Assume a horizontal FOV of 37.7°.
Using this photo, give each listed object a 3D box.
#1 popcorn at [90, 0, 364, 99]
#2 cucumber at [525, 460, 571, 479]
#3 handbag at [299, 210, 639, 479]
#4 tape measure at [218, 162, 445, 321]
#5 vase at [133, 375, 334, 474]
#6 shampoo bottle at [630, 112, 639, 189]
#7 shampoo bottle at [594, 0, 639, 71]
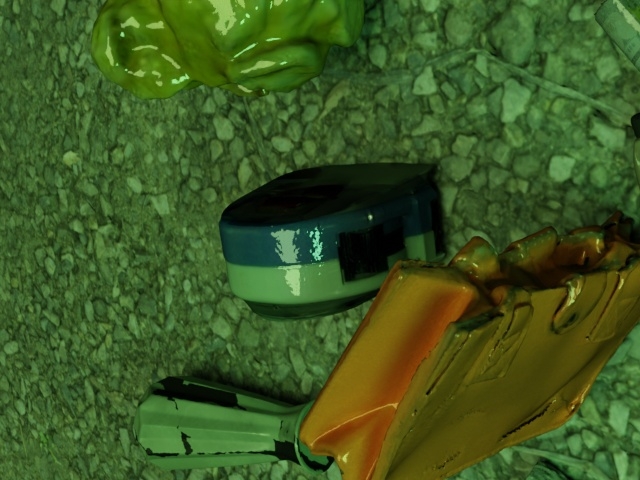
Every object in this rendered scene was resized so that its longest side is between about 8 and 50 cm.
[{"bbox_3d":[-0.117,-0.323,1.240,0.334,0.292,0.294,-18,85,38],"label":"popcorn"},{"bbox_3d":[0.312,0.338,1.204,0.112,0.064,0.064,36,123,25],"label":"cucumber"},{"bbox_3d":[0.193,0.123,1.013,0.116,0.410,0.303,48,129,29],"label":"handbag"},{"bbox_3d":[0.002,0.000,1.256,0.259,0.262,0.138,1,112,42],"label":"tape measure"},{"bbox_3d":[-0.143,0.305,1.531,0.360,0.165,0.165,-4,99,38],"label":"vase"},{"bbox_3d":[0.392,-0.021,0.990,0.078,0.127,0.257,-18,95,32],"label":"shampoo bottle"},{"bbox_3d":[0.380,-0.180,0.990,0.214,0.072,0.072,55,130,14],"label":"shampoo bottle"}]
